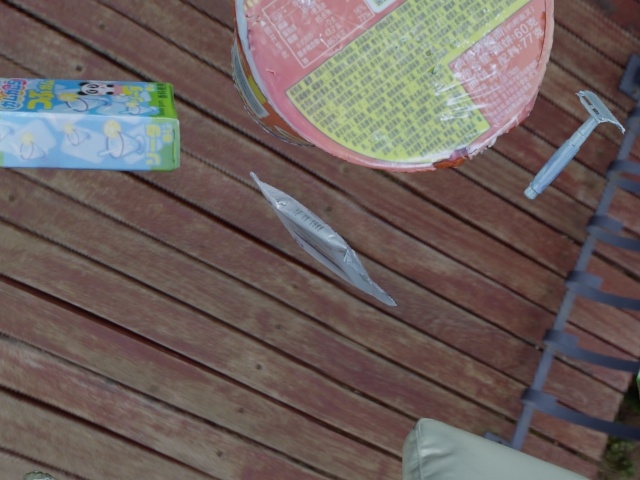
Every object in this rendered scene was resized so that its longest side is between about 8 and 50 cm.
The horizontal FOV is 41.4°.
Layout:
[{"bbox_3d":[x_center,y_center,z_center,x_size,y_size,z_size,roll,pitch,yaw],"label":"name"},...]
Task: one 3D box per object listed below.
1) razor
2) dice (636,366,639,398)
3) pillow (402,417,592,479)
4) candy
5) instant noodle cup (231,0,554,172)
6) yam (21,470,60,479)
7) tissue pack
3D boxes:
[{"bbox_3d":[0.280,-0.100,0.970,0.040,0.068,0.135,21,122,-26],"label":"razor"},{"bbox_3d":[0.325,0.096,0.640,0.120,0.128,0.131,42,45,9],"label":"dice"},{"bbox_3d":[0.239,0.347,0.940,0.322,0.119,0.255,22,35,-14],"label":"pillow"},{"bbox_3d":[-0.239,-0.115,0.835,0.195,0.097,0.062,0,123,-13],"label":"candy"},{"bbox_3d":[0.020,-0.133,0.570,0.193,0.212,0.193,-1,93,-14],"label":"instant noodle cup"},{"bbox_3d":[-0.429,0.431,1.239,0.078,0.078,0.179,26,49,-19],"label":"yam"},{"bbox_3d":[0.000,0.000,0.957,0.026,0.193,0.122,-45,140,-8],"label":"tissue pack"}]
